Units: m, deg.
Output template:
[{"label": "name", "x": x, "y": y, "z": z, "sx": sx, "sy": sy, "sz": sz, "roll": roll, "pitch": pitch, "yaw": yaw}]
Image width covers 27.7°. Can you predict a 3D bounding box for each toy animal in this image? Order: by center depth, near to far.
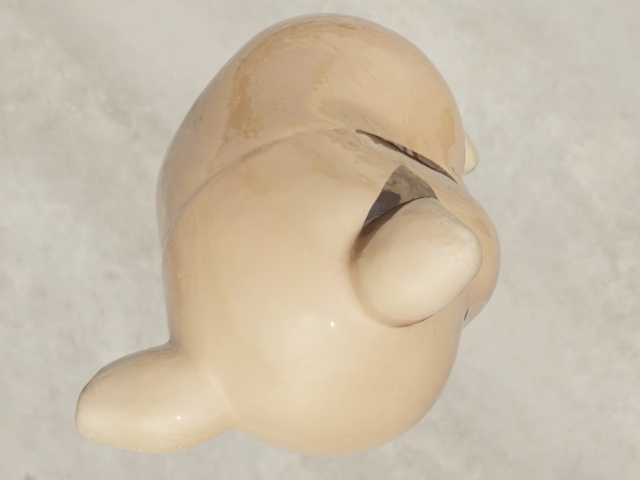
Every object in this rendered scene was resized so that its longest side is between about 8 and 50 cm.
[{"label": "toy animal", "x": 0.002, "y": -0.010, "z": 0.581, "sx": 0.154, "sy": 0.166, "sz": 0.250, "roll": 33, "pitch": 26, "yaw": -17}]
